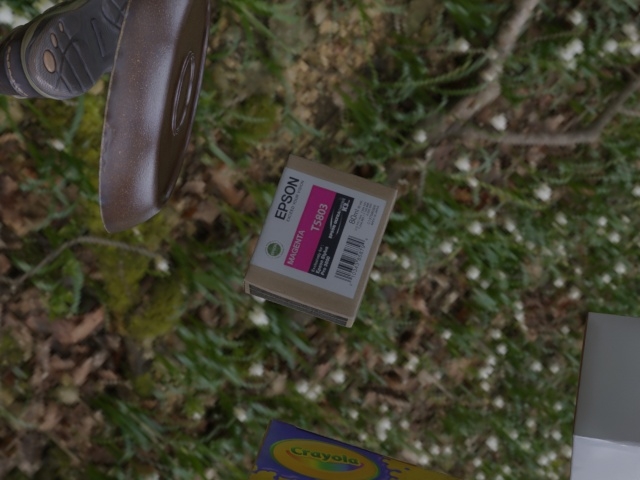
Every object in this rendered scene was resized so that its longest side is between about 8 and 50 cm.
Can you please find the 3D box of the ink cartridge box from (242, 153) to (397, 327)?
[{"bbox_3d":[0.000,0.000,1.575,0.088,0.193,0.234,99,9,-75],"label":"ink cartridge box"}]

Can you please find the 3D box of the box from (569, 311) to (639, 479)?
[{"bbox_3d":[0.480,0.299,1.490,0.345,0.168,0.215,75,27,-51],"label":"box"}]

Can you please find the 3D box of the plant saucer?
[{"bbox_3d":[-0.159,-0.154,0.976,0.310,0.050,0.310,-167,-90,-88],"label":"plant saucer"}]

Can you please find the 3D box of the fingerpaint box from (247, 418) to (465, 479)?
[{"bbox_3d":[0.096,0.452,1.081,0.163,0.445,0.371,-66,173,-67],"label":"fingerpaint box"}]

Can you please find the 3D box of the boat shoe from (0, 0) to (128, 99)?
[{"bbox_3d":[-0.336,-0.281,1.323,0.130,0.132,0.355,-4,-161,19],"label":"boat shoe"}]
